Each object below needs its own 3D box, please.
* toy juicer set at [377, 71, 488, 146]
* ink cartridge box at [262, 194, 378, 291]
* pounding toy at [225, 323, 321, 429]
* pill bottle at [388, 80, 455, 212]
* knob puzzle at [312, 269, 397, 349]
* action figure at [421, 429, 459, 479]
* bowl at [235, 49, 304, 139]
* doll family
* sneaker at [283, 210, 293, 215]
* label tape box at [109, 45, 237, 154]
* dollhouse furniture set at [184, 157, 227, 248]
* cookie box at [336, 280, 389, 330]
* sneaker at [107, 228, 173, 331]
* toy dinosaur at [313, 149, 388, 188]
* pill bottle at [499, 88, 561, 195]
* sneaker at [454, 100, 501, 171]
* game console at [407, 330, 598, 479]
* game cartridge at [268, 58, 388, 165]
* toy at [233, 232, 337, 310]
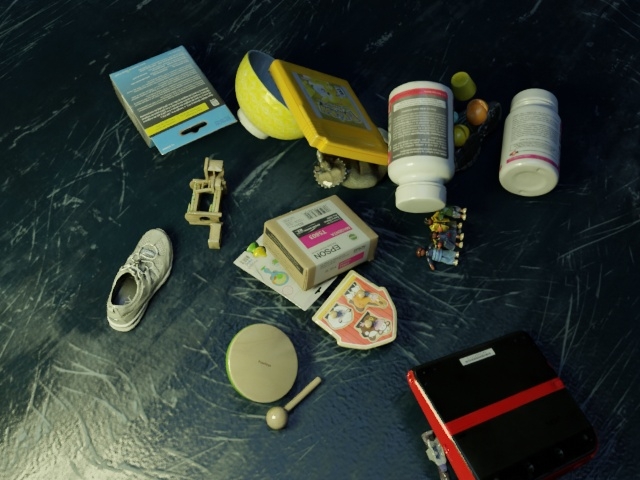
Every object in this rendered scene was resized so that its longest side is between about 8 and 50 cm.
[{"bbox_3d":[0.335,-0.322,1.949,0.329,0.089,0.209,-33,56,9],"label":"toy juicer set"},{"bbox_3d":[0.000,0.000,1.738,0.234,0.088,0.193,-24,52,-30],"label":"ink cartridge box"},{"bbox_3d":[-0.141,0.316,1.610,0.237,0.110,0.183,51,55,-10],"label":"pounding toy"},{"bbox_3d":[0.267,-0.243,1.793,0.176,0.176,0.319,3,76,-2],"label":"pill bottle"},{"bbox_3d":[0.105,0.184,1.672,0.213,0.030,0.213,1,62,-2],"label":"knob puzzle"},{"bbox_3d":[0.308,0.559,1.492,0.185,0.099,0.285,-10,66,-15],"label":"action figure"},{"bbox_3d":[-0.144,-0.381,1.924,0.156,0.289,0.290,-42,64,23],"label":"bowl"},{"bbox_3d":[0.322,-0.017,1.818,0.111,0.076,0.193,11,64,-2],"label":"doll family"},{"bbox_3d":[-0.084,-0.038,1.834,0.035,0.031,0.083,-12,68,24],"label":"sneaker"},{"bbox_3d":[-0.421,-0.382,1.954,0.240,0.106,0.334,-28,67,-17],"label":"label tape box"},{"bbox_3d":[-0.310,-0.098,1.775,0.101,0.161,0.182,3,60,-1],"label":"dollhouse furniture set"},{"bbox_3d":[0.106,0.173,1.720,0.091,0.040,0.107,-31,68,-18],"label":"cookie box"},{"bbox_3d":[-0.449,0.085,1.693,0.105,0.115,0.281,13,62,4],"label":"sneaker"},{"bbox_3d":[0.088,-0.199,1.892,0.313,0.121,0.160,13,55,-33],"label":"toy dinosaur"},{"bbox_3d":[0.602,-0.283,1.928,0.160,0.160,0.283,12,62,3],"label":"pill bottle"},{"bbox_3d":[0.429,-0.307,1.985,0.106,0.101,0.267,22,63,36],"label":"sneaker"},{"bbox_3d":[0.426,0.398,1.557,0.386,0.060,0.342,-12,56,-30],"label":"game console"},{"bbox_3d":[0.032,-0.350,1.853,0.285,0.053,0.324,5,45,-42],"label":"game cartridge"},{"bbox_3d":[-0.091,0.084,1.746,0.237,0.056,0.137,34,58,19],"label":"toy"}]
